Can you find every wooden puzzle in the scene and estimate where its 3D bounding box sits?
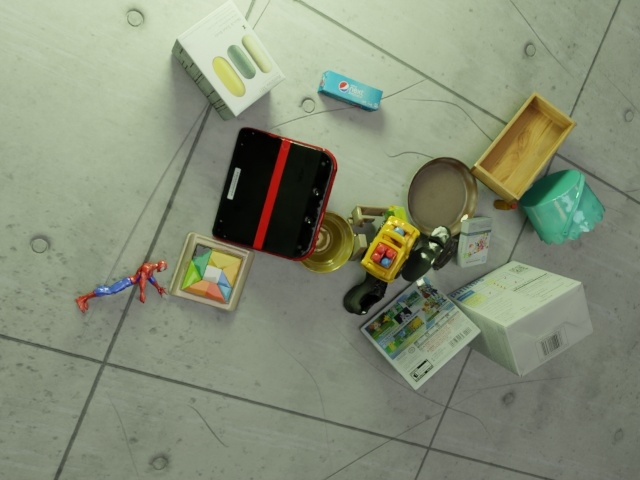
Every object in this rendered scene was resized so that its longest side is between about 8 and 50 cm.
[{"bbox_3d":[-0.357,0.109,1.720,0.239,0.044,0.220,19,92,-22],"label":"wooden puzzle"}]

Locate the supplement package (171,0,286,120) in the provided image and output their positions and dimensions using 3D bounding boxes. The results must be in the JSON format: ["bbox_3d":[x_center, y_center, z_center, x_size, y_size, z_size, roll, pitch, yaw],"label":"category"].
[{"bbox_3d":[-0.279,-0.530,1.558,0.199,0.198,0.262,-41,110,-10],"label":"supplement package"}]

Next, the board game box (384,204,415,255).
[{"bbox_3d":[0.289,-0.035,1.900,0.043,0.092,0.181,-22,105,-16],"label":"board game box"}]

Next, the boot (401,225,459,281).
[{"bbox_3d":[0.419,0.072,1.919,0.263,0.091,0.229,-47,153,0],"label":"boot"}]

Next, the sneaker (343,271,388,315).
[{"bbox_3d":[0.205,0.157,1.883,0.109,0.130,0.286,33,86,-20],"label":"sneaker"}]

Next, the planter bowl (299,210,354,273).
[{"bbox_3d":[0.000,0.000,1.802,0.218,0.090,0.216,-2,98,-16],"label":"planter bowl"}]

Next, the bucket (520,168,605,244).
[{"bbox_3d":[0.939,-0.137,2.027,0.281,0.281,0.183,-41,105,-9],"label":"bucket"}]

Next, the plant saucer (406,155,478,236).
[{"bbox_3d":[0.455,-0.163,1.961,0.311,0.050,0.310,-4,101,-20],"label":"plant saucer"}]

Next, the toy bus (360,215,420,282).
[{"bbox_3d":[0.232,0.024,1.745,0.150,0.211,0.220,31,91,12],"label":"toy bus"}]

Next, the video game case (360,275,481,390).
[{"bbox_3d":[0.368,0.335,1.920,0.329,0.036,0.300,-39,67,-9],"label":"video game case"}]

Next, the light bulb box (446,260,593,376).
[{"bbox_3d":[0.745,0.279,1.971,0.358,0.361,0.225,-25,108,-14],"label":"light bulb box"}]

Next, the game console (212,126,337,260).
[{"bbox_3d":[-0.146,-0.147,1.701,0.343,0.060,0.385,16,92,3],"label":"game console"}]

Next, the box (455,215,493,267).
[{"bbox_3d":[0.598,0.005,2.014,0.145,0.038,0.186,-8,112,-34],"label":"box"}]

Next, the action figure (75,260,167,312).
[{"bbox_3d":[-0.595,0.166,1.622,0.281,0.091,0.139,-31,101,-11],"label":"action figure"}]

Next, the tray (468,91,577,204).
[{"bbox_3d":[0.767,-0.352,1.964,0.203,0.076,0.411,40,76,5],"label":"tray"}]

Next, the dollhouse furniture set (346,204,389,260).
[{"bbox_3d":[0.170,-0.023,1.833,0.123,0.144,0.151,2,62,-20],"label":"dollhouse furniture set"}]

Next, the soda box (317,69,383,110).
[{"bbox_3d":[0.102,-0.508,1.768,0.210,0.067,0.071,15,93,-21],"label":"soda box"}]

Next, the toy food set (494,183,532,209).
[{"bbox_3d":[0.783,-0.222,2.037,0.232,0.104,0.111,-39,109,-10],"label":"toy food set"}]
